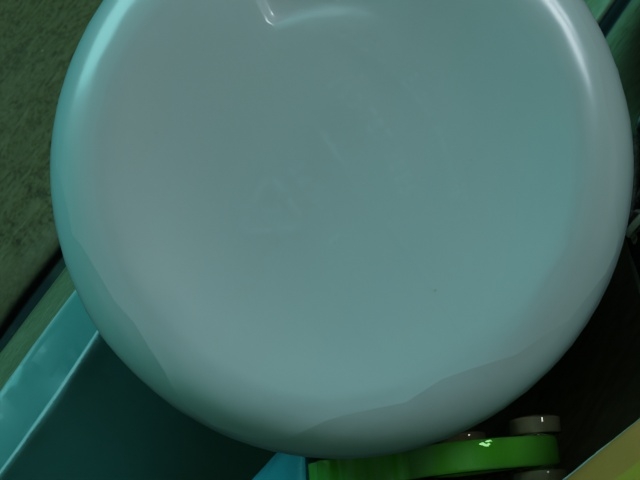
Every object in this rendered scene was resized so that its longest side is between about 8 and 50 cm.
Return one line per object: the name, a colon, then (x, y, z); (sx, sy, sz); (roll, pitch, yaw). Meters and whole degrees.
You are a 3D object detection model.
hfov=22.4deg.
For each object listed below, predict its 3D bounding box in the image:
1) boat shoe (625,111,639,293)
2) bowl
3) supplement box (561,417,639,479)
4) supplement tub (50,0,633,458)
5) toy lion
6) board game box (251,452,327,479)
boat shoe: (0.158, 0.002, 0.671); (0.078, 0.070, 0.219); (-45, 14, 25)
bowl: (-0.126, 0.147, 1.009); (0.311, 0.163, 0.311); (-51, 12, 15)
supplement box: (0.094, 0.156, 0.451); (0.080, 0.078, 0.233); (-44, 14, 27)
supplement tub: (0.013, -0.026, 0.780); (0.235, 0.235, 0.325); (-51, -3, 0)
toy lion: (0.046, 0.101, 0.724); (0.100, 0.096, 0.034); (-27, 66, 60)
board game box: (-0.088, 0.273, 0.743); (0.336, 0.079, 0.254); (-48, 13, 14)
